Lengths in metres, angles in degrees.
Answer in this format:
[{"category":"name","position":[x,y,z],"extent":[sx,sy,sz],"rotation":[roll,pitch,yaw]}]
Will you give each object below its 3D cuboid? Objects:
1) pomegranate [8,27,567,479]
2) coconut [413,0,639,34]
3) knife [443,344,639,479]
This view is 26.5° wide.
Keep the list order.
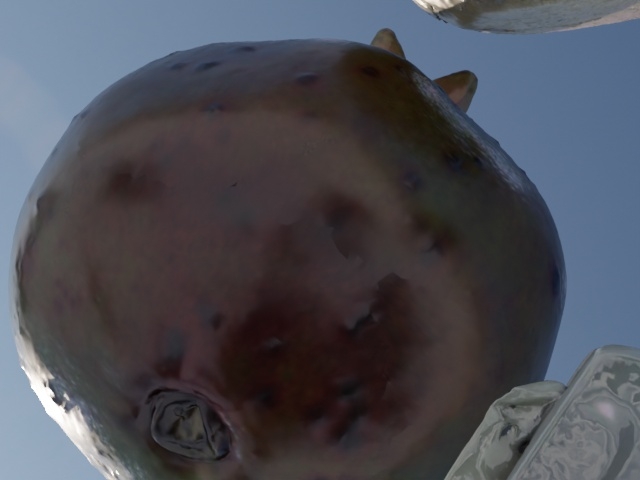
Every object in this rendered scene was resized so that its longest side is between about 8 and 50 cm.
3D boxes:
[{"category":"pomegranate","position":[-0.017,0.018,0.746],"extent":[0.290,0.323,0.291],"rotation":[1,-71,3]},{"category":"coconut","position":[0.126,-0.232,0.737],"extent":[0.224,0.224,0.234],"rotation":[-12,-93,34]},{"category":"knife","position":[0.036,0.146,0.441],"extent":[0.073,0.040,0.266],"rotation":[35,-93,3]}]
